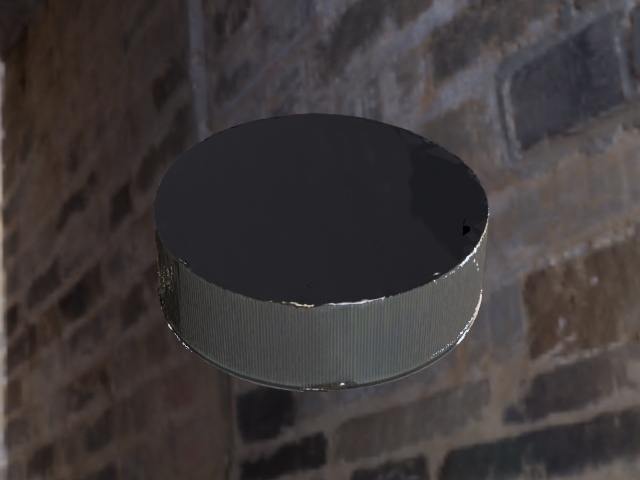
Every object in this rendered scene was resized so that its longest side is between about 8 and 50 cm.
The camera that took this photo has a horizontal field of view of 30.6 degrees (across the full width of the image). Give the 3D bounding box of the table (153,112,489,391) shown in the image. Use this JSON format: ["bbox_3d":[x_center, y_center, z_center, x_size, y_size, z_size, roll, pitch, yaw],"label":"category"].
[{"bbox_3d":[0.000,0.000,0.471,0.133,0.133,0.043,-3,127,-5],"label":"table"}]
